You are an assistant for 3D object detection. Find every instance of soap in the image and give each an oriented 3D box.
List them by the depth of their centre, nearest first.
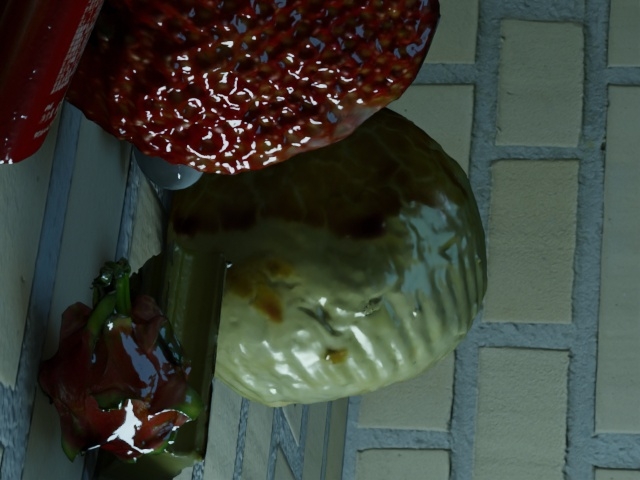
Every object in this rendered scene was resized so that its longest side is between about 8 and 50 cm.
[{"bbox_3d":[-0.158,0.128,1.861,0.135,0.076,0.233,-39,-142,54],"label":"soap"}]

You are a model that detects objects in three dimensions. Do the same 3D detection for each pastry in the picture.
[{"bbox_3d":[0.000,0.000,2.119,0.388,0.388,0.313,-71,143,-60],"label":"pastry"}]

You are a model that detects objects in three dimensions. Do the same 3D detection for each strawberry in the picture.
[{"bbox_3d":[-0.069,-0.214,1.655,0.267,0.351,0.312,-85,-175,-67],"label":"strawberry"}]

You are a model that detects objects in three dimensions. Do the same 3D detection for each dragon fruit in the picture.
[{"bbox_3d":[-0.180,0.111,1.658,0.137,0.135,0.236,61,-24,28],"label":"dragon fruit"}]

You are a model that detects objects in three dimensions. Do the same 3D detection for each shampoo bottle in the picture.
[{"bbox_3d":[-0.192,-0.206,1.388,0.314,0.076,0.118,-62,-176,32],"label":"shampoo bottle"}]

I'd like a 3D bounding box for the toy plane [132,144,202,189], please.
[{"bbox_3d":[-0.147,-0.173,1.936,0.244,0.117,0.245,0,90,-82],"label":"toy plane"}]
